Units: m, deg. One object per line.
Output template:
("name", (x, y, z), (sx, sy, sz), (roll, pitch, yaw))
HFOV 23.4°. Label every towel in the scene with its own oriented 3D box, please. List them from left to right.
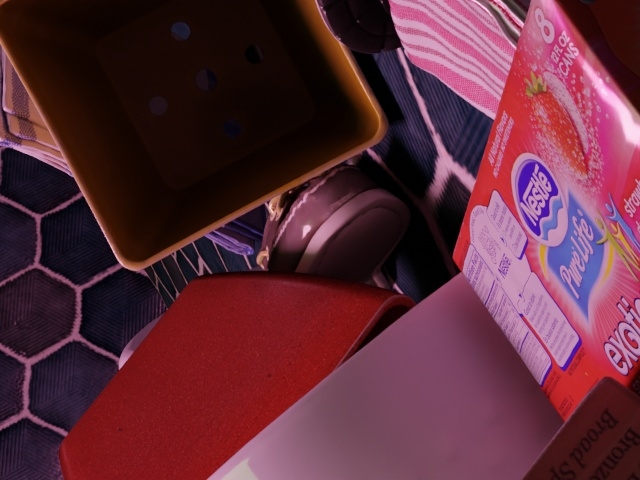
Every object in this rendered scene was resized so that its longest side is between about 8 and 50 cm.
("towel", (-0.162, -0.115, 1.305), (0.285, 0.034, 0.209), (25, -136, -39))
("towel", (0.080, -0.084, 0.738), (0.144, 0.029, 0.197), (42, 177, 19))

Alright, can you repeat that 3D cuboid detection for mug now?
("mug", (0.137, 0.196, 0.860), (0.328, 0.276, 0.374), (51, -163, 8))

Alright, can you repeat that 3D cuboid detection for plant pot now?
("plant pot", (-0.091, -0.123, 1.159), (0.212, 0.212, 0.187), (62, -178, -3))
("plant pot", (-0.029, 0.173, 1.124), (0.236, 0.267, 0.267), (26, 164, 49))

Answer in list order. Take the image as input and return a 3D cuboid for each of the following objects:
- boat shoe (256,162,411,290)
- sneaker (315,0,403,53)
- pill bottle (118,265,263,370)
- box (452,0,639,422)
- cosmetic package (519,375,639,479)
("boat shoe", (0.000, 0.000, 1.242), (0.097, 0.116, 0.324), (55, 173, 13))
("sneaker", (-0.011, -0.232, 0.795), (0.283, 0.107, 0.124), (75, 167, -49))
("pill bottle", (-0.019, 0.243, 1.584), (0.408, 0.229, 0.229), (63, 168, -10))
("box", (0.145, -0.015, 0.586), (0.128, 0.122, 0.257), (56, 167, 17))
("cosmetic package", (0.173, 0.205, 0.550), (0.296, 0.153, 0.129), (35, 162, 16))
